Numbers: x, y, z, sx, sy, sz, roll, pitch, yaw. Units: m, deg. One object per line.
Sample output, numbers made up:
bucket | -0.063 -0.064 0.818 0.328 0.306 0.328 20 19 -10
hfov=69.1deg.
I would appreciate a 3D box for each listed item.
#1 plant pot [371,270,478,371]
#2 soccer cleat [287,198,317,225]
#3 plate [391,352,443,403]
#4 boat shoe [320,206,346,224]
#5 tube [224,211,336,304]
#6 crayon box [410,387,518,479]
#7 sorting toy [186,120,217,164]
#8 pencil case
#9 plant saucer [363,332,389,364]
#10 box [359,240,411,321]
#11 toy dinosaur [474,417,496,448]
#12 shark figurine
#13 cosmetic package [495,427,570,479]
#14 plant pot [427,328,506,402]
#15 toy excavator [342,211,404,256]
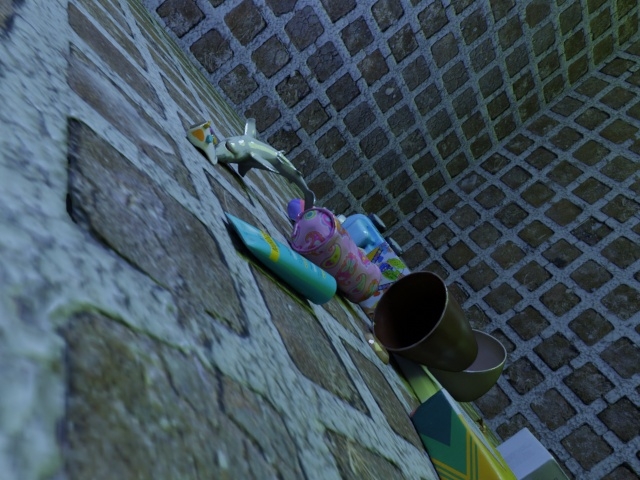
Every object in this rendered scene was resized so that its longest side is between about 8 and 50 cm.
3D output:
plant pot | 0.282 0.226 1.151 0.230 0.215 0.215 40 9 -28
soccer cleat | -0.014 -0.020 1.267 0.248 0.083 0.095 55 10 14
plate | 0.298 0.405 1.170 0.278 0.045 0.277 49 4 -28
boat shoe | 0.022 -0.084 2.040 0.119 0.121 0.335 43 -6 -6
tube | -0.055 0.031 0.671 0.207 0.052 0.080 39 0 -43
crayon box | 0.262 0.390 0.686 0.202 0.081 0.318 50 4 -16
sorting toy | -0.210 -0.179 0.861 0.083 0.045 0.075 -118 -172 -67
pencil case | 0.040 0.043 1.077 0.284 0.124 0.124 47 6 -49
plant saucer | 0.125 0.232 1.011 0.083 0.015 0.083 51 4 -5
box | 0.235 0.190 1.436 0.279 0.177 0.290 54 5 20
toy dinosaur | 0.543 0.663 1.553 0.211 0.064 0.112 37 30 -35
shark figurine | -0.124 -0.154 1.043 0.278 0.116 0.166 30 41 -29
cosmetic package | 0.439 0.518 0.965 0.151 0.151 0.184 53 4 8
plant pot | 0.516 0.470 1.692 0.284 0.284 0.190 -118 -157 -68
toy excavator | 0.165 0.053 1.910 0.445 0.222 0.432 22 30 -55
